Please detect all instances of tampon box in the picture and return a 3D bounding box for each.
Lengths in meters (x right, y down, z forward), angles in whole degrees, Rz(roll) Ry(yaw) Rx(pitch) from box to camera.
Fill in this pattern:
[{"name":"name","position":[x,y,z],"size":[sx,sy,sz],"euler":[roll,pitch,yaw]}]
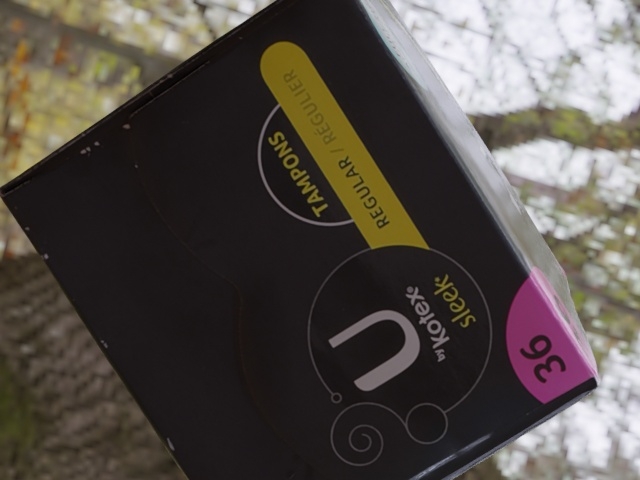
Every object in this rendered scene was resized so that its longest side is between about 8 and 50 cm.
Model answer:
[{"name":"tampon box","position":[0.000,0.000,0.535],"size":[0.101,0.120,0.161],"euler":[-33,-175,7]}]
